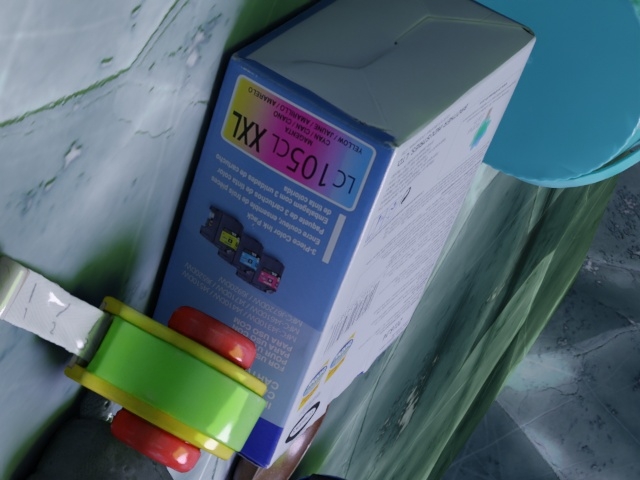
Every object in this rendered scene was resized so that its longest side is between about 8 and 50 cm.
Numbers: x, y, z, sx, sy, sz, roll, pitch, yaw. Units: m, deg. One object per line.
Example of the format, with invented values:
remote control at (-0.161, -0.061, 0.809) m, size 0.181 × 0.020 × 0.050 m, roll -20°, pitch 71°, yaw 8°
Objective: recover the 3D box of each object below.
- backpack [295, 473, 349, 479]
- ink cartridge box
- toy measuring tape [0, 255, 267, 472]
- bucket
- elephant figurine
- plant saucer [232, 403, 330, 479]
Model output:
backpack at (0.014, 0.456, 2.052) m, size 0.263 × 0.277 × 0.213 m, roll -64°, pitch 171°, yaw -7°
ink cartridge box at (0.000, 0.000, 1.262) m, size 0.270 × 0.151 × 0.395 m, roll -39°, pitch 155°, yaw -51°
toy measuring tape at (-0.114, 0.090, 1.045) m, size 0.121 × 0.121 × 0.330 m, roll -57°, pitch 157°, yaw -7°
bucket at (0.238, -0.194, 1.455) m, size 0.183 × 0.281 × 0.281 m, roll -32°, pitch 151°, yaw -48°
elephant figurine at (-0.126, 0.257, 1.179) m, size 0.169 × 0.239 × 0.186 m, roll -47°, pitch 161°, yaw -38°
plant saucer at (-0.051, 0.242, 1.814) m, size 0.198 × 0.036 × 0.198 m, roll -53°, pitch 164°, yaw -23°
